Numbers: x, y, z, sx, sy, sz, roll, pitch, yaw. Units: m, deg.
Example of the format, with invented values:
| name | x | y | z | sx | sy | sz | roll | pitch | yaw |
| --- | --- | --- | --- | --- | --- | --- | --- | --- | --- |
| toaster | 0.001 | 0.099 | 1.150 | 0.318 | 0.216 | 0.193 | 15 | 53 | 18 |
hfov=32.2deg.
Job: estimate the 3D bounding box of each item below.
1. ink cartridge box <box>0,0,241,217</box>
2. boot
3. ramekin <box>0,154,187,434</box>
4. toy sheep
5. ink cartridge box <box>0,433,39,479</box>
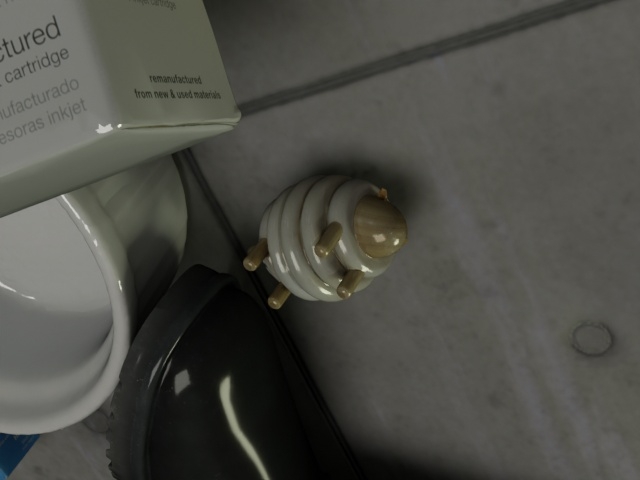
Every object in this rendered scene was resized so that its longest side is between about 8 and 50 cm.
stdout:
| name | x | y | z | sx | sy | sz | roll | pitch | yaw |
| --- | --- | --- | --- | --- | --- | --- | --- | --- | --- |
| ink cartridge box | -0.204 | -0.166 | 0.554 | 0.223 | 0.129 | 0.307 | -18 | 90 | 22 |
| boot | 0.082 | 0.224 | 0.780 | 0.445 | 0.146 | 0.367 | 23 | 143 | 14 |
| ramekin | -0.229 | -0.011 | 0.778 | 0.277 | 0.135 | 0.277 | 11 | 125 | 17 |
| toy sheep | 0.000 | 0.000 | 0.718 | 0.132 | 0.091 | 0.091 | -6 | 119 | 37 |
| ink cartridge box | -0.337 | 0.124 | 0.962 | 0.104 | 0.060 | 0.180 | -9 | 118 | 29 |
